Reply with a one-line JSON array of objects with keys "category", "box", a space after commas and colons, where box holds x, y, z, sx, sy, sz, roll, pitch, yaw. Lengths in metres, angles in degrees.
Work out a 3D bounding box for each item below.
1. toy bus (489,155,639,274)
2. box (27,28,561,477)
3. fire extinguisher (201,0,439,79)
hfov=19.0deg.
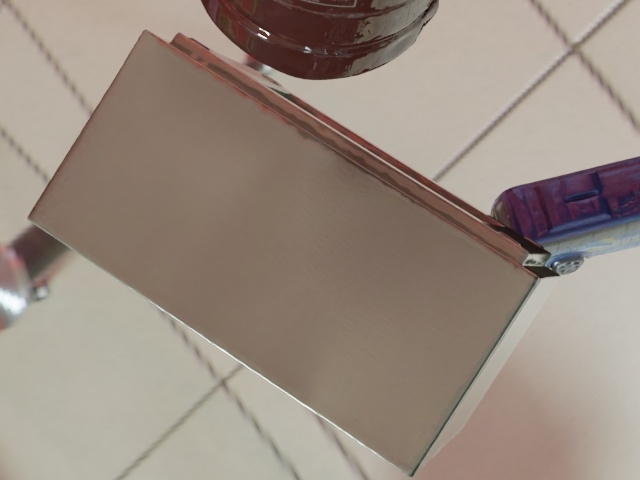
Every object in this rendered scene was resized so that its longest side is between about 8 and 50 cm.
[{"category": "toy bus", "box": [0.178, -0.021, 1.149, 0.153, 0.061, 0.051, -13, 65, -5]}, {"category": "box", "box": [0.000, 0.000, 0.999, 0.225, 0.225, 0.117, 33, 96, 8]}, {"category": "fire extinguisher", "box": [0.024, -0.162, 0.617, 0.105, 0.105, 0.269, 45, 151, 15]}]
